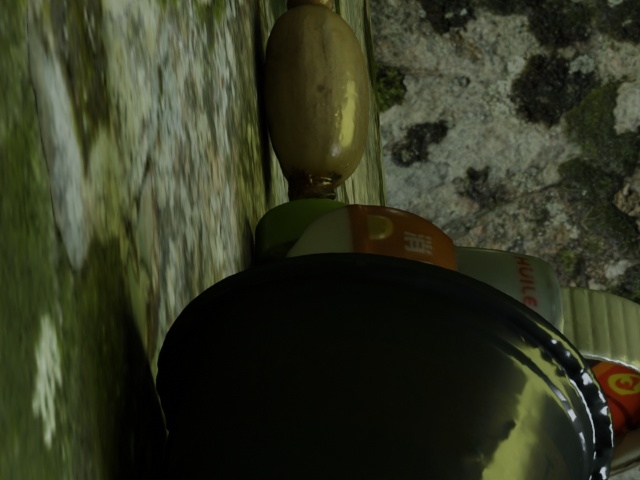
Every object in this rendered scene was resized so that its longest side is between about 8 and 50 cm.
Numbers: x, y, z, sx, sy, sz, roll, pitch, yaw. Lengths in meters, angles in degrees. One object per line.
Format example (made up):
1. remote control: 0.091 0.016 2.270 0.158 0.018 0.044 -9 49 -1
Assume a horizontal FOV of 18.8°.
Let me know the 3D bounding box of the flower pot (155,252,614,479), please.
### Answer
1. flower pot: 0.010 0.094 0.621 0.107 0.157 0.157 -71 160 -43

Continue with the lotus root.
1. lotus root: -0.002 -0.088 1.133 0.073 0.062 0.150 75 12 -69

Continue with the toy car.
1. toy car: 0.080 0.075 1.019 0.235 0.235 0.145 79 7 -56

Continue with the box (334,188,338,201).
1. box: 0.000 0.000 1.324 0.167 0.024 0.090 -78 162 -75
